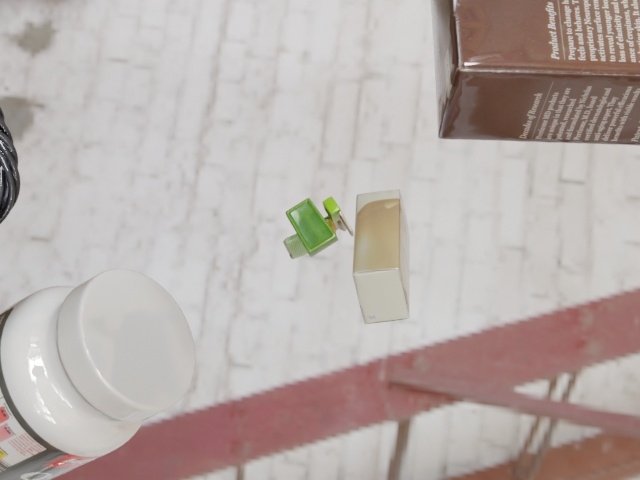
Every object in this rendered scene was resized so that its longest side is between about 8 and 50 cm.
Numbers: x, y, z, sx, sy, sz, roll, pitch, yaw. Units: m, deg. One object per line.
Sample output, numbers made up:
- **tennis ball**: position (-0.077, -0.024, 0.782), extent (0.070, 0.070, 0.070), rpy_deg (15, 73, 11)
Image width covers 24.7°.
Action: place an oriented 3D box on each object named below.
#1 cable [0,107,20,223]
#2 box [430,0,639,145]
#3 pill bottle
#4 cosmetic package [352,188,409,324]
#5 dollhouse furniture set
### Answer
- **cable**: position (-0.381, -0.062, 1.478), extent (0.184, 0.150, 0.047), rpy_deg (-50, 176, 1)
- **box**: position (0.307, -0.203, 1.446), extent (0.143, 0.382, 0.191), rpy_deg (103, -11, -61)
- **pill bottle**: position (-0.334, 0.177, 1.738), extent (0.210, 0.363, 0.210), rpy_deg (30, 47, -37)
- **cosmetic package**: position (0.054, 0.013, 1.262), extent (0.115, 0.041, 0.060), rpy_deg (-86, 166, -51)
- **dollhouse furniture set**: position (0.000, 0.000, 1.703), extent (0.058, 0.076, 0.151), rpy_deg (58, -4, 17)
